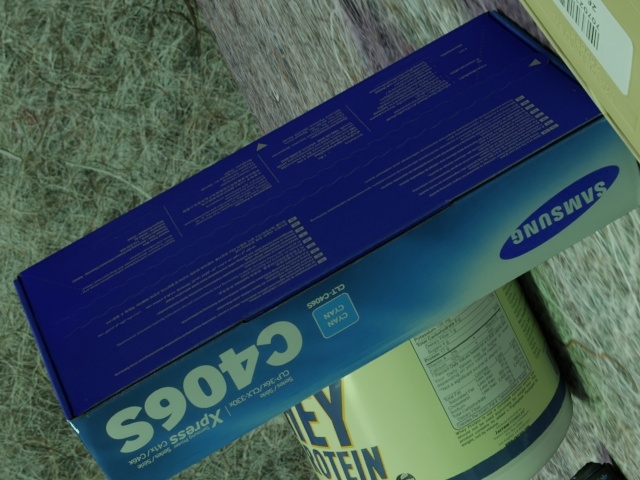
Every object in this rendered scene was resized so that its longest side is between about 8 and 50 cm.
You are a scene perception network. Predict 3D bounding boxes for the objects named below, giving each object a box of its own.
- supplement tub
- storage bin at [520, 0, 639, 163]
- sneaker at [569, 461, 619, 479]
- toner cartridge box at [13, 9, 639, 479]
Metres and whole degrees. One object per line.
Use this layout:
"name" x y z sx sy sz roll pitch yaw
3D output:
"supplement tub" 0.052 0.060 1.331 0.325 0.235 0.235 62 174 -17
"storage bin" 0.122 -0.116 0.412 0.262 0.123 0.260 58 175 24
"sneaker" 0.250 0.235 1.341 0.085 0.058 0.152 52 180 6
"toner cartridge box" 0.000 0.000 0.920 0.075 0.347 0.165 64 174 -36
